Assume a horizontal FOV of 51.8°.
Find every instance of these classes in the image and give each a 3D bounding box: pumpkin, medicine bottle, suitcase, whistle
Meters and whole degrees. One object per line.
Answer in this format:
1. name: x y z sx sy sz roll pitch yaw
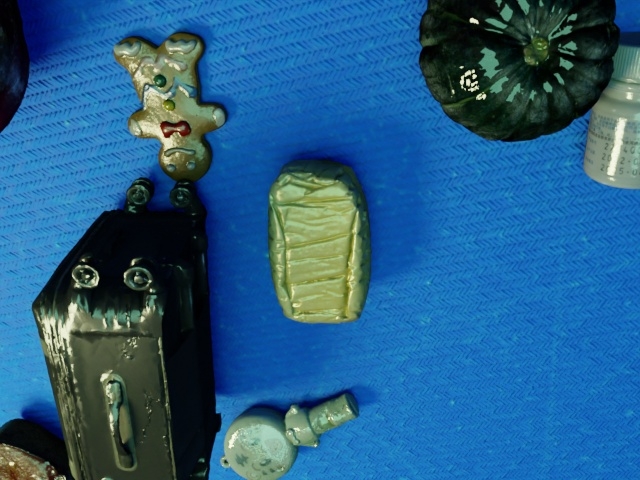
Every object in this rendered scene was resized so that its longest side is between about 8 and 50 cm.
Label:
1. pumpkin: 0.218 -0.219 0.733 0.220 0.162 0.221 -1 112 -3
2. medicine bottle: 0.377 -0.155 0.784 0.105 0.105 0.168 1 118 5
3. suitcase: -0.248 0.160 0.911 0.194 0.283 0.434 1 119 2
4. whistle: -0.057 0.321 1.099 0.258 0.067 0.126 -27 99 13

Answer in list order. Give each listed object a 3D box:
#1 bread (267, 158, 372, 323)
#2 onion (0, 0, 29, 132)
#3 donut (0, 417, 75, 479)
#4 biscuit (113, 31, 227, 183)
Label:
1. bread: 0.000 0.000 0.900 0.139 0.106 0.236 0 117 7
2. onion: -0.462 -0.286 0.714 0.347 0.348 0.385 32 81 -11
3. donut: -0.473 0.431 1.172 0.151 0.112 0.295 -5 118 5
4. biscuit: -0.194 -0.169 0.875 0.138 0.031 0.205 -2 119 7
